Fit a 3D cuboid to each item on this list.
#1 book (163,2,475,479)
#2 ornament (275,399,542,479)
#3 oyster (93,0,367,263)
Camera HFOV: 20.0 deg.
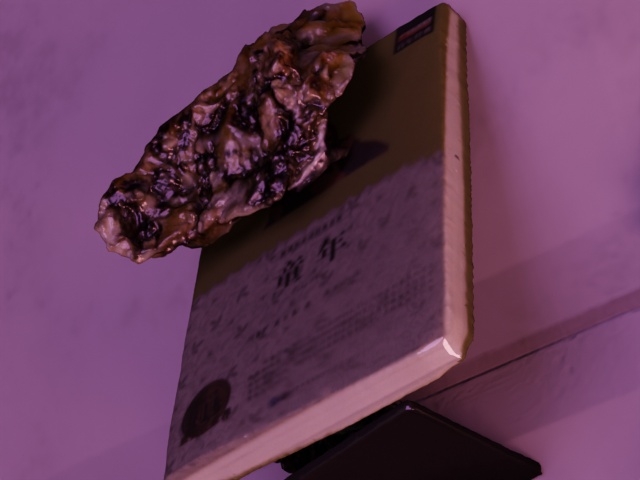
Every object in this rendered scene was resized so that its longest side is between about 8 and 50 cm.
[{"bbox_3d":[0.000,0.000,1.253,0.239,0.035,0.352,-30,34,28],"label":"book"},{"bbox_3d":[0.019,0.100,1.242,0.166,0.153,0.196,-35,48,22],"label":"ornament"},{"bbox_3d":[-0.056,-0.089,1.329,0.214,0.083,0.223,-33,25,25],"label":"oyster"}]
